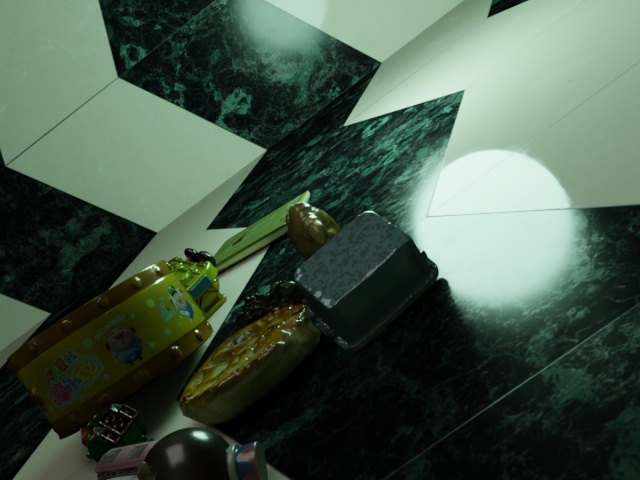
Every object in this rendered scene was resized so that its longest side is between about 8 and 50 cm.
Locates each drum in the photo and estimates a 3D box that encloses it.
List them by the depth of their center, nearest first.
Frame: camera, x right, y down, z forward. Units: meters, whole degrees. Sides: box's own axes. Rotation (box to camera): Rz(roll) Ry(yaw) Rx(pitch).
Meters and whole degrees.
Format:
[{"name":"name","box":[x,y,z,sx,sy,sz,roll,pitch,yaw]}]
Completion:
[{"name":"drum","box":[-0.468,0.238,1.665,0.431,0.214,0.431,-34,3,2]}]

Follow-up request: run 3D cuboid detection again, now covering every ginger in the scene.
[{"name":"ginger","box":[0.000,0.000,1.544,0.157,0.216,0.102,34,78,32]}]

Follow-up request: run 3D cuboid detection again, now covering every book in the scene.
[{"name":"book","box":[-0.190,-0.021,2.221,0.352,0.035,0.239,-30,17,26]}]

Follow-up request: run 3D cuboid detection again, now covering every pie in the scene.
[{"name":"pie","box":[-0.132,0.228,1.382,0.315,0.092,0.315,-35,12,9]}]

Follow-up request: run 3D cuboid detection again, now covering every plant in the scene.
[{"name":"plant","box":[-0.110,0.139,1.584,0.174,0.087,0.085,-34,-8,0]}]

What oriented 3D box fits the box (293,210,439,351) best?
[{"name":"box","box":[0.075,0.066,1.268,0.227,0.130,0.162,-40,41,-10]}]

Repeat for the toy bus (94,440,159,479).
[{"name":"toy bus","box":[-0.315,0.403,1.285,0.203,0.090,0.063,-24,23,42]}]

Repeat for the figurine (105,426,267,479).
[{"name":"figurine","box":[-0.209,0.372,1.075,0.276,0.161,0.158,-37,57,11]}]

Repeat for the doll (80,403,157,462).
[{"name":"doll","box":[-0.400,0.394,1.437,0.186,0.134,0.106,-31,21,45]}]

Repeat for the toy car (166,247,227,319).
[{"name":"toy car","box":[-0.359,0.135,1.978,0.200,0.142,0.248,-45,28,-21]}]
